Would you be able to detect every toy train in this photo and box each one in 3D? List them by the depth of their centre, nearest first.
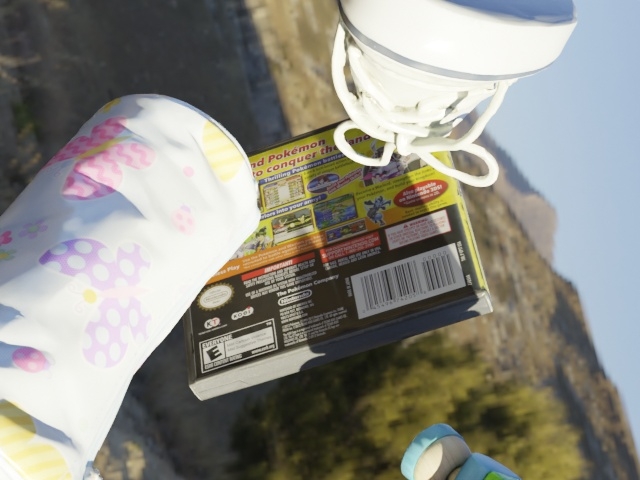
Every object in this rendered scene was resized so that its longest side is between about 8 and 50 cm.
[{"bbox_3d":[0.074,0.267,0.937,0.105,0.248,0.143,25,9,-43],"label":"toy train"}]

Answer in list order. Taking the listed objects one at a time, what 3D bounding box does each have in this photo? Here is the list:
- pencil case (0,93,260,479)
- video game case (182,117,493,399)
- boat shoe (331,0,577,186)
[{"bbox_3d":[-0.130,0.034,0.673,0.273,0.124,0.114,-62,155,-46],"label":"pencil case"},{"bbox_3d":[0.000,0.000,1.177,0.035,0.274,0.248,60,15,-50],"label":"video game case"},{"bbox_3d":[0.068,-0.109,0.806,0.367,0.135,0.157,-58,172,-71],"label":"boat shoe"}]
